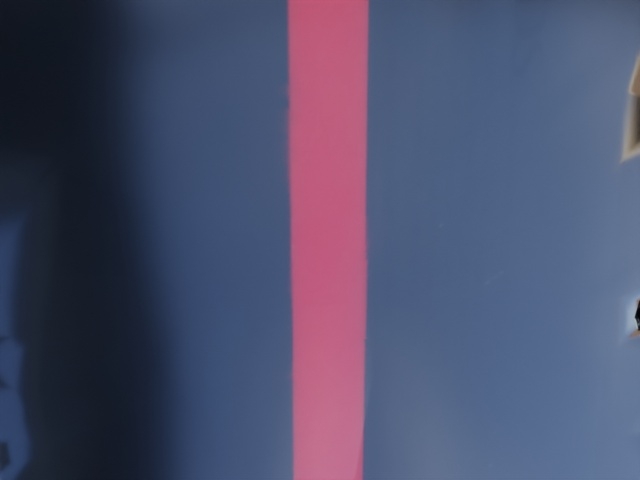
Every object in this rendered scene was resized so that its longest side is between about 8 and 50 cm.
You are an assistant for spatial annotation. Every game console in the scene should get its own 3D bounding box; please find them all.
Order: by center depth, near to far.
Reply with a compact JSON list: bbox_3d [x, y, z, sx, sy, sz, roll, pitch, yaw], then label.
[{"bbox_3d":[0.000,0.000,0.606,0.342,0.060,0.386,-13,121,-22],"label":"game console"}]
